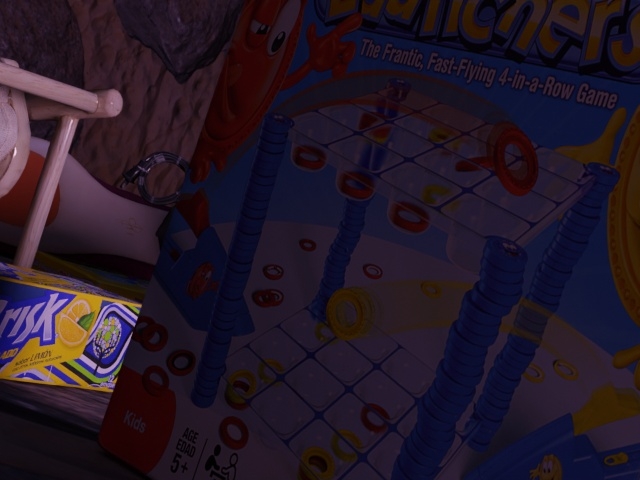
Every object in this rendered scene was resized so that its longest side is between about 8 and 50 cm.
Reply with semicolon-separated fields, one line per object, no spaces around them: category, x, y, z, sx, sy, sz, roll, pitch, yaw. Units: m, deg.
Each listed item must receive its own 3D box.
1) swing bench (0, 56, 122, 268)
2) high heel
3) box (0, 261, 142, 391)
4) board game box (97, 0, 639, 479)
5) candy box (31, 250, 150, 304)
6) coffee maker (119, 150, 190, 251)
swing bench;-0.302;-0.063;1.053;0.255;0.165;0.253;19;1;24
high heel;-0.244;-0.001;1.793;0.377;0.127;0.181;14;-26;-18
box;-0.168;0.041;0.942;0.059;0.054;0.169;19;1;29
board game box;0.065;-0.007;0.713;0.086;0.302;0.308;18;1;-39
candy box;-0.149;0.052;1.572;0.206;0.027;0.105;17;5;-45
coffee maker;-0.069;0.011;1.448;0.171;0.120;0.178;60;-6;9
